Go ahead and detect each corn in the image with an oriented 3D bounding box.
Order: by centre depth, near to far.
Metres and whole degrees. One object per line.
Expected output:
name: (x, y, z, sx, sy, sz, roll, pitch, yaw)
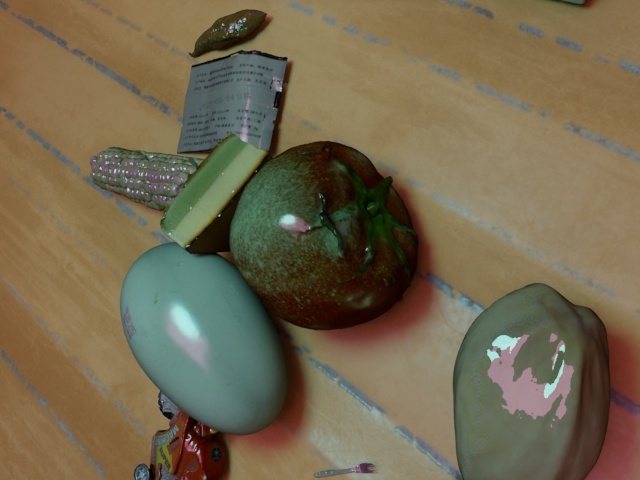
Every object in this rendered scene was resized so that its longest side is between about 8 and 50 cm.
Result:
corn: (-0.328, -0.120, 1.284, 0.335, 0.126, 0.127, 17, 85, 33)

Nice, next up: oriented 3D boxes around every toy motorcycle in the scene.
toy motorcycle: (-0.233, 0.386, 1.123, 0.171, 0.089, 0.298, -7, 75, 24)

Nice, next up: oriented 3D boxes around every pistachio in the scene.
pistachio: (0.270, 0.221, 0.858, 0.226, 0.207, 0.332, -154, 71, -72)

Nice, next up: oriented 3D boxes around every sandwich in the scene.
sandwich: (-0.165, -0.046, 1.136, 0.108, 0.186, 0.220, 30, 71, 26)

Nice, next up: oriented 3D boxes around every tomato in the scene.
tomato: (0.000, 0.000, 1.016, 0.239, 0.303, 0.304, -30, 65, 34)

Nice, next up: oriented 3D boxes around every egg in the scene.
egg: (-0.194, 0.160, 1.081, 0.230, 0.230, 0.371, -45, 67, 10)

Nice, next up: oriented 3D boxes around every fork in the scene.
fork: (0.039, 0.374, 1.037, 0.115, 0.012, 0.016, -19, 66, 27)

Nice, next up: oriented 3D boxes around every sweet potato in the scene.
sweet potato: (-0.198, -0.429, 1.324, 0.206, 0.060, 0.068, -16, 39, 33)

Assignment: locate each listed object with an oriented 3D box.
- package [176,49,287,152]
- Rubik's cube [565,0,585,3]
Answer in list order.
package: (-0.190, -0.274, 1.281, 0.250, 0.062, 0.204, 4, 78, 31)
Rubik's cube: (0.363, -0.515, 0.974, 0.265, 0.224, 0.213, 31, 91, 35)
